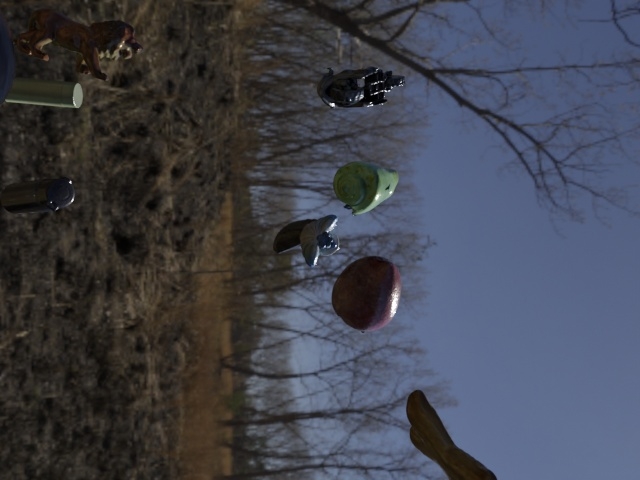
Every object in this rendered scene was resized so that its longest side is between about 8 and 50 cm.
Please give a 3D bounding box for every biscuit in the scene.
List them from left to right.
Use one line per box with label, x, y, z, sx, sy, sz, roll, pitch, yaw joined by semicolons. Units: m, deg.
biscuit;0.217;0.366;1.097;0.208;0.047;0.164;45;-24;42

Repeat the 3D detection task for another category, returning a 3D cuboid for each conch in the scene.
conch;0.133;-0.148;1.877;0.251;0.137;0.143;9;72;-65

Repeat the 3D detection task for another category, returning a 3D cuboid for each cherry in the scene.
cherry;0.129;0.128;1.703;0.192;0.175;0.249;-62;-177;-40

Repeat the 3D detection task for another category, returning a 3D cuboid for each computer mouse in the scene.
computer mouse;-0.059;-0.020;1.837;0.217;0.122;0.073;-20;-89;52

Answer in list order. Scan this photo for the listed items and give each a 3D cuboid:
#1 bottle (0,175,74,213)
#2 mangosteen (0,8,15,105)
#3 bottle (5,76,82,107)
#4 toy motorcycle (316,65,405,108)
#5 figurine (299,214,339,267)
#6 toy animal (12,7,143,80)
bottle;-0.625;-0.100;1.445;0.244;0.072;0.082;1;-126;44
mangosteen;-0.581;-0.282;0.886;0.330;0.330;0.329;178;-90;-80
bottle;-0.778;-0.415;1.824;0.072;0.202;0.072;5;90;-90
toy motorcycle;0.096;-0.398;1.688;0.159;0.270;0.106;12;-63;36
figurine;0.000;0.000;1.253;0.114;0.079;0.114;19;90;-87
toy animal;-0.596;-0.492;1.592;0.097;0.313;0.157;-139;-113;-74
